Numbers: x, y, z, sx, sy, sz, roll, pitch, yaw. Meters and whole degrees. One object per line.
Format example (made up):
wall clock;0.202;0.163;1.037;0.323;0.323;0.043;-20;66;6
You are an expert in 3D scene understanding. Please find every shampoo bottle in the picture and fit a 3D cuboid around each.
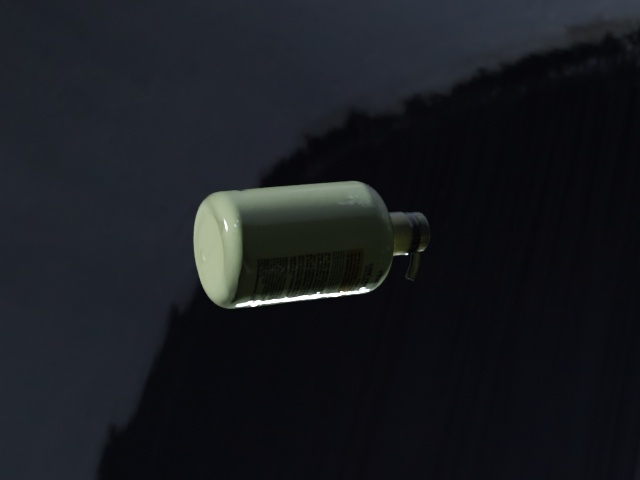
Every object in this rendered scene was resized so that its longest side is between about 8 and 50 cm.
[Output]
shampoo bottle;0.000;0.000;1.082;0.162;0.079;0.079;-6;158;-24
